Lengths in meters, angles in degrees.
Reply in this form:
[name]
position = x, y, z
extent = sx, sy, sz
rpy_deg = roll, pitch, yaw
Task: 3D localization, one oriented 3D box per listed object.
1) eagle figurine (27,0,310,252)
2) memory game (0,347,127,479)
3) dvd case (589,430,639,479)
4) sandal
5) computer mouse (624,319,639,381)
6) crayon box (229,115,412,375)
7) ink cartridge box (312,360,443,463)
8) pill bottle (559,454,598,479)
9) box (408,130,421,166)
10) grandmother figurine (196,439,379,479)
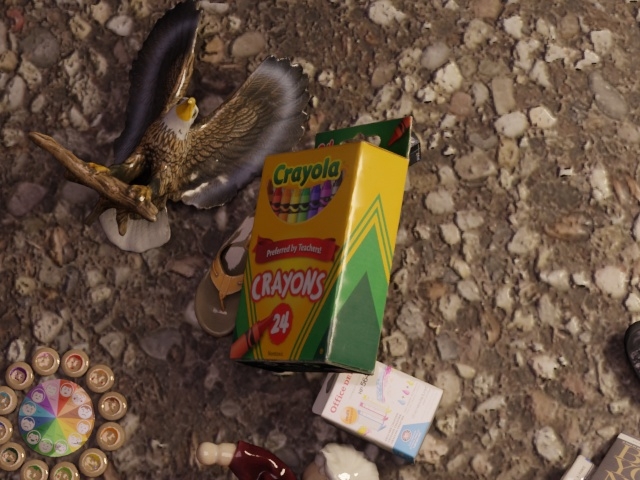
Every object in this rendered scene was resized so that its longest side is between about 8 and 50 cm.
[eagle figurine]
position = -0.179, -0.140, 1.860
extent = 0.298, 0.225, 0.226
rpy_deg = -51, 122, -36
[memory game]
position = -0.335, 0.226, 1.857
extent = 0.186, 0.012, 0.186
rpy_deg = -1, 78, 4
[dvd case]
position = 0.390, 0.306, 1.687
extent = 0.164, 0.221, 0.018
rpy_deg = 23, 119, 19
[sandal]
position = -0.107, 0.035, 1.862
extent = 0.072, 0.049, 0.180
rpy_deg = 27, 81, 9
[computer mouse]
position = 0.449, 0.204, 1.795
extent = 0.071, 0.041, 0.242
rpy_deg = -30, 84, 13
[crayon box]
position = 0.000, 0.000, 1.787
extent = 0.081, 0.202, 0.319
rpy_deg = 18, 76, -35
[ink cartridge box]
position = 0.068, 0.200, 1.793
extent = 0.143, 0.090, 0.092
rpy_deg = 23, 81, 8
[pill bottle]
position = 0.344, 0.327, 1.751
extent = 0.137, 0.078, 0.078
rpy_deg = 35, 83, 11
[box]
position = 0.095, -0.105, 1.860
extent = 0.067, 0.083, 0.018
rpy_deg = -30, 77, -3
[grandmother figurine]
position = -0.091, 0.335, 1.778
extent = 0.342, 0.104, 0.208
rpy_deg = -21, 105, -3
